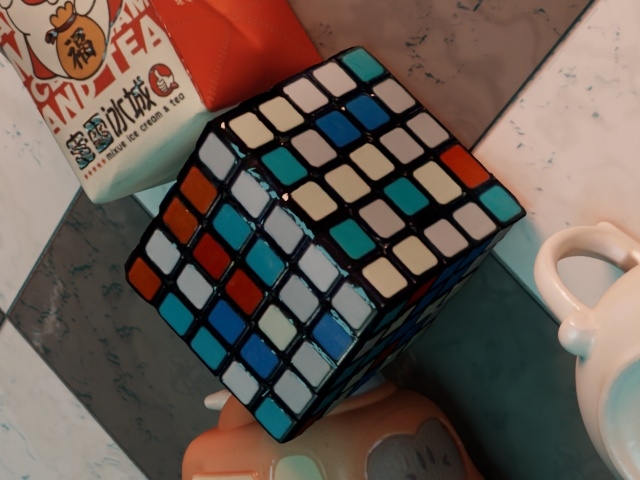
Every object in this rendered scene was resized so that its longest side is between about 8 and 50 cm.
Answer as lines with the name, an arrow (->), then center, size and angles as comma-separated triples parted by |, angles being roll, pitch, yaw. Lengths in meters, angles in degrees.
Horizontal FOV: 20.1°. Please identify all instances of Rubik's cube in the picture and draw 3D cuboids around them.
Rubik's cube -> 0.000, 0.000, 1.306 | 0.187, 0.184, 0.182 | 47, 135, 12

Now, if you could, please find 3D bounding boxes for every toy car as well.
toy car -> 0.009, 0.206, 1.427 | 0.270, 0.180, 0.212 | -9, 97, 44

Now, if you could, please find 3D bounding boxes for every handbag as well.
handbag -> -0.149, -0.198, 1.362 | 0.171, 0.151, 0.298 | -35, 82, 41

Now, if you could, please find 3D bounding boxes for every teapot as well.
teapot -> 0.260, 0.089, 1.170 | 0.298, 0.139, 0.204 | 39, 134, 15
